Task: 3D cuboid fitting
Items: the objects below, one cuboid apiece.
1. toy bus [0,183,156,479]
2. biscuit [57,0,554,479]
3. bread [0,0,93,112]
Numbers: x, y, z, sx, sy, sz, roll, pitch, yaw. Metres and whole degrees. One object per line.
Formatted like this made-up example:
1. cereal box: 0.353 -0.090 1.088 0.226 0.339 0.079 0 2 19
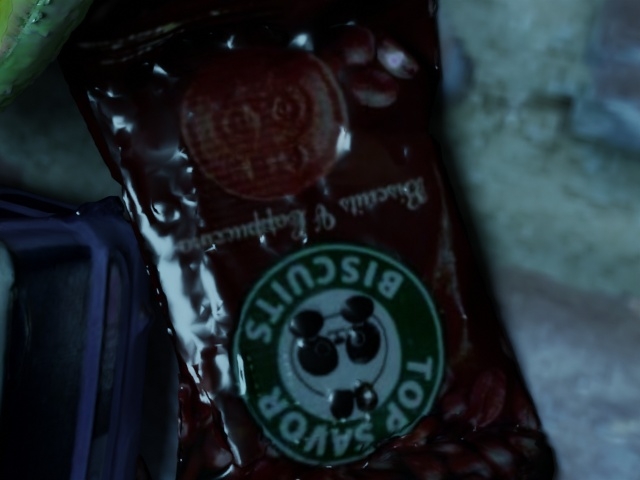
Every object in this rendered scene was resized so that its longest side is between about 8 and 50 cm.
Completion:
1. toy bus: -0.281 0.049 0.623 0.440 0.249 0.209 15 100 31
2. biscuit: -0.006 0.000 0.550 0.151 0.063 0.235 -12 86 -13
3. bread: -0.099 -0.169 0.543 0.301 0.045 0.301 -31 51 49
